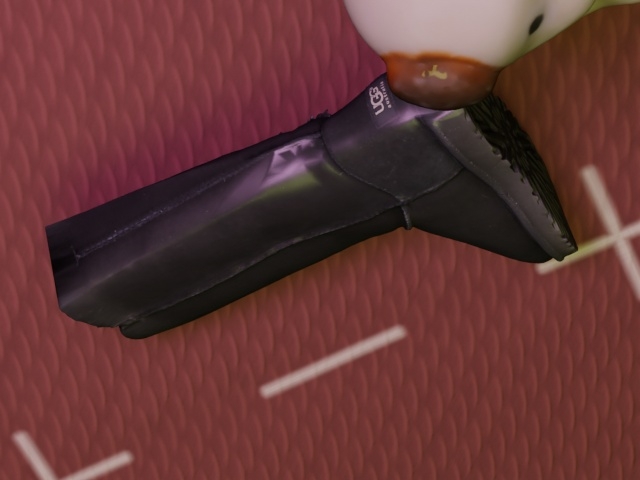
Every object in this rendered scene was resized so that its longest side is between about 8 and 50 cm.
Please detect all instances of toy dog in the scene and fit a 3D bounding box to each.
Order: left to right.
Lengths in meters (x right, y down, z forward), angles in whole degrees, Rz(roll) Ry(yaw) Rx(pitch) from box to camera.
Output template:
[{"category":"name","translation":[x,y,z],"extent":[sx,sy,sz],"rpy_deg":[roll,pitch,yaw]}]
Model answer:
[{"category":"toy dog","translation":[0.103,-0.286,1.347],"extent":[0.395,0.408,0.285],"rpy_deg":[1,118,-7]}]

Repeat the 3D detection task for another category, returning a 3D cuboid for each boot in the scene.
[{"category":"boot","translation":[-0.001,-0.001,1.628],"extent":[0.445,0.146,0.367],"rpy_deg":[-28,143,17]}]
